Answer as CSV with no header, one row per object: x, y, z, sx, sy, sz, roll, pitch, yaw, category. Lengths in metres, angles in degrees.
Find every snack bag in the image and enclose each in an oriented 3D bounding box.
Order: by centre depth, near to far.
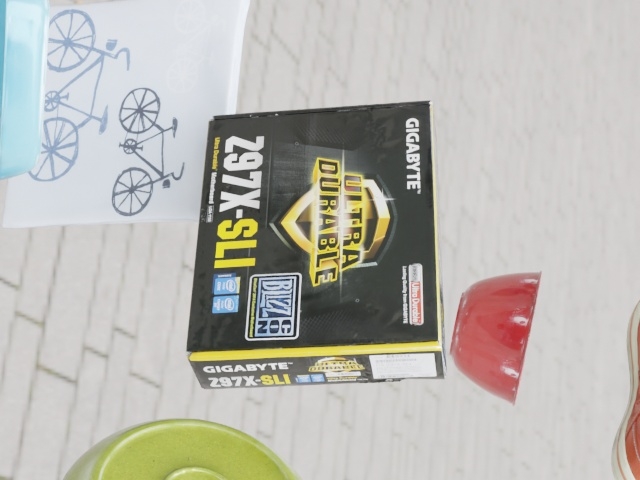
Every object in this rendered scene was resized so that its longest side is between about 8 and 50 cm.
-0.249,-0.173,1.653,0.037,0.343,0.323,34,57,-63,snack bag

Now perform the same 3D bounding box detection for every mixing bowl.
0.225,0.119,1.671,0.181,0.098,0.181,12,90,-82,mixing bowl

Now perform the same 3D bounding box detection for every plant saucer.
-0.110,0.234,1.116,0.241,0.241,0.037,-55,163,-54,plant saucer

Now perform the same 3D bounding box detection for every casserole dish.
-0.241,-0.135,1.017,0.114,0.037,0.188,-127,-138,-61,casserole dish

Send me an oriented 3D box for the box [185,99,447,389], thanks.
0.000,0.000,1.359,0.079,0.257,0.322,74,15,-53,box

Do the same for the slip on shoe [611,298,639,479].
0.388,0.146,1.350,0.123,0.101,0.331,40,40,-10,slip on shoe
